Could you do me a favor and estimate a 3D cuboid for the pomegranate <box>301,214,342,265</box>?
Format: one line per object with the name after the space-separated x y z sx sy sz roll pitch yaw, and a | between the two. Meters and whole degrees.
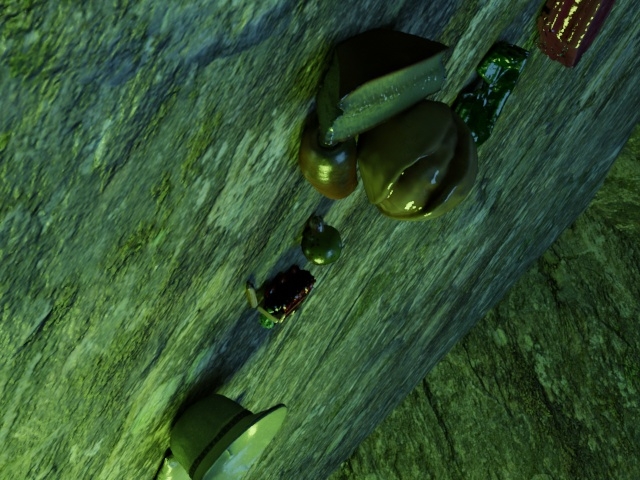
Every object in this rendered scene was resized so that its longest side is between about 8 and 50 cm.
-0.001 0.004 1.707 0.073 0.073 0.084 -48 146 -5 | pomegranate

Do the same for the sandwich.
0.068 -0.212 1.372 0.258 0.096 0.094 -31 149 -46 | sandwich

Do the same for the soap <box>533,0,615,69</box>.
0.489 -0.443 1.961 0.162 0.099 0.250 -46 165 -38 | soap

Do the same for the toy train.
-0.061 0.100 1.773 0.138 0.050 0.087 -40 162 -53 | toy train

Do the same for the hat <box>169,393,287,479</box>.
-0.190 0.350 1.854 0.257 0.130 0.257 -44 163 -17 | hat

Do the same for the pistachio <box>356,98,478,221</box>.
0.131 -0.119 1.499 0.181 0.162 0.293 -52 -160 7 | pistachio

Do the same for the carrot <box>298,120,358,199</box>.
0.013 -0.107 1.479 0.087 0.087 0.193 -47 166 -11 | carrot

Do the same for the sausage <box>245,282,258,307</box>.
-0.111 0.089 1.695 0.015 0.015 0.100 -45 163 -16 | sausage

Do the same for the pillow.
-0.236 0.419 2.036 0.229 0.050 0.148 -30 149 -48 | pillow

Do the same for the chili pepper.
0.293 -0.246 1.905 0.253 0.083 0.099 -58 153 15 | chili pepper
